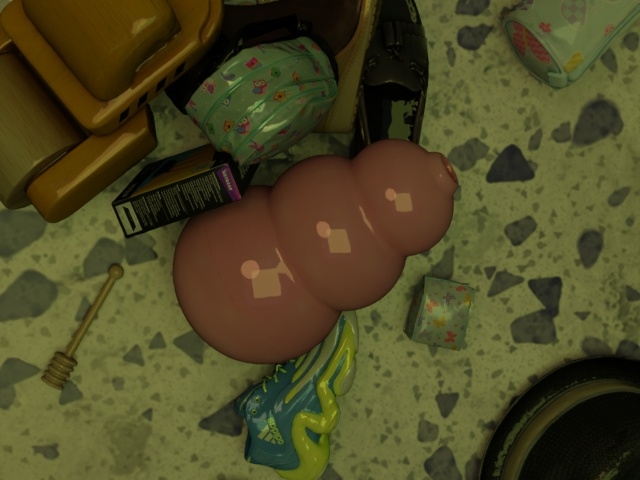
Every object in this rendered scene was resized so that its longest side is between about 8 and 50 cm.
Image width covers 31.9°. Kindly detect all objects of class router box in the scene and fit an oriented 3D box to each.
[{"bbox_3d":[-0.143,-0.066,1.235,0.133,0.179,0.046,-18,105,9],"label":"router box"}]

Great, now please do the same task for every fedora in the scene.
[{"bbox_3d":[0.368,0.316,1.430,0.334,0.152,0.334,-1,97,-13],"label":"fedora"}]

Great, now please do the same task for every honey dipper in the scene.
[{"bbox_3d":[-0.277,0.099,1.319,0.030,0.030,0.161,29,88,-15],"label":"honey dipper"}]

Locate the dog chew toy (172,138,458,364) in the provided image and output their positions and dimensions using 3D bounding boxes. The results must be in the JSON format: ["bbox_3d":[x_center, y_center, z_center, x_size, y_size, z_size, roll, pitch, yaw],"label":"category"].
[{"bbox_3d":[0.000,0.000,1.240,0.331,0.206,0.207,-30,104,20],"label":"dog chew toy"}]

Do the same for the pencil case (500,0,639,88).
[{"bbox_3d":[0.354,-0.305,1.369,0.273,0.113,0.124,-39,81,-5],"label":"pencil case"}]

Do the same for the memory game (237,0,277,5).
[{"bbox_3d":[-0.116,-0.331,1.311,0.186,0.012,0.186,-2,98,-13],"label":"memory game"}]

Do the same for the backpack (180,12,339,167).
[{"bbox_3d":[-0.058,-0.149,1.163,0.115,0.182,0.152,43,112,7],"label":"backpack"}]

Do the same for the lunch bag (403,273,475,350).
[{"bbox_3d":[0.150,0.088,1.404,0.071,0.053,0.083,12,104,-12],"label":"lunch bag"}]

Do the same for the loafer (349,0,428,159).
[{"bbox_3d":[0.086,-0.165,1.334,0.109,0.095,0.303,0,97,-13],"label":"loafer"}]

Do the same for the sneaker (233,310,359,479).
[{"bbox_3d":[-0.033,0.175,1.352,0.126,0.091,0.240,10,95,-13],"label":"sneaker"}]

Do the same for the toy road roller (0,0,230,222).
[{"bbox_3d":[-0.251,-0.193,1.160,0.329,0.240,0.202,-40,84,-3],"label":"toy road roller"}]

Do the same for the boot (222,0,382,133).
[{"bbox_3d":[-0.042,-0.247,1.264,0.206,0.090,0.249,14,108,4],"label":"boot"}]
